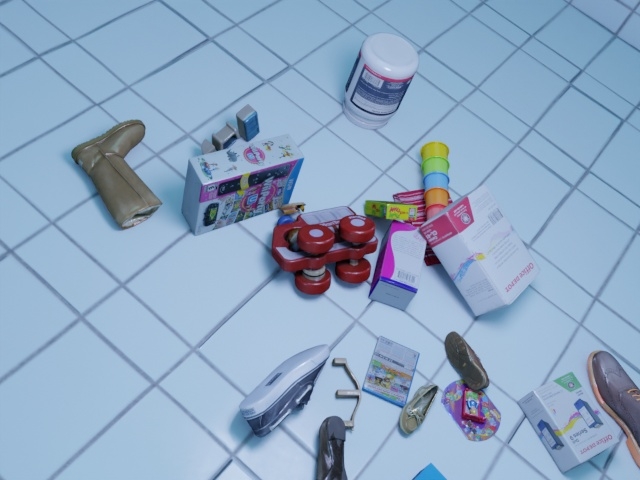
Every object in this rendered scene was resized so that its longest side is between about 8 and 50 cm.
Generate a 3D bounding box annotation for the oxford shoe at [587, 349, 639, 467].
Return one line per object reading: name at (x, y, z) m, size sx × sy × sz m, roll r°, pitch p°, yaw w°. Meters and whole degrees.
oxford shoe at (0.861, 0.445, 1.930) m, size 0.129 × 0.133 × 0.364 m, roll -13°, pitch 61°, yaw -25°

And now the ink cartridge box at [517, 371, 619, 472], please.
ink cartridge box at (0.648, 0.475, 1.867) m, size 0.154 × 0.093 × 0.212 m, roll -15°, pitch 64°, yaw -27°

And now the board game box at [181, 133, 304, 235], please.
board game box at (-0.215, -0.154, 1.946) m, size 0.303 × 0.224 × 0.098 m, roll -20°, pitch 63°, yaw -28°

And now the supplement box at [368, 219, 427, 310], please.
supplement box at (0.220, 0.067, 2.003) m, size 0.111 × 0.114 × 0.220 m, roll 20°, pitch 53°, yaw -3°

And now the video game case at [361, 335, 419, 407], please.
video game case at (0.185, 0.341, 1.859) m, size 0.119 × 0.015 × 0.166 m, roll 24°, pitch 52°, yaw -1°

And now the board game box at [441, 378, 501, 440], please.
board game box at (0.400, 0.433, 1.853) m, size 0.133 × 0.033 × 0.169 m, roll -24°, pitch 66°, yaw -30°

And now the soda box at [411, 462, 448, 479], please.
soda box at (0.205, 0.613, 1.640) m, size 0.210 × 0.067 × 0.071 m, roll -35°, pitch 72°, yaw -33°

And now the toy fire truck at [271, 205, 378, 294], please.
toy fire truck at (0.000, 0.000, 1.969) m, size 0.302 × 0.170 × 0.254 m, roll -13°, pitch 35°, yaw -24°

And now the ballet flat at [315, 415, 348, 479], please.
ballet flat at (0.019, 0.532, 1.652) m, size 0.084 × 0.058 × 0.250 m, roll 21°, pitch 55°, yaw -31°

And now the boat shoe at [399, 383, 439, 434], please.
boat shoe at (0.250, 0.422, 1.795) m, size 0.056 × 0.048 × 0.153 m, roll 49°, pitch 51°, yaw -4°

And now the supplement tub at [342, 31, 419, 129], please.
supplement tub at (0.187, -0.511, 2.297) m, size 0.191 × 0.272 × 0.191 m, roll 9°, pitch 54°, yaw -12°

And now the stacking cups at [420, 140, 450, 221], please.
stacking cups at (0.354, -0.166, 2.189) m, size 0.096 × 0.096 × 0.316 m, roll 13°, pitch 50°, yaw -9°

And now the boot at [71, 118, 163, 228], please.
boot at (-0.520, -0.184, 1.961) m, size 0.236 × 0.089 × 0.269 m, roll -34°, pitch 71°, yaw -23°

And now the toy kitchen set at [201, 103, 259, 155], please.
toy kitchen set at (-0.229, -0.261, 2.109) m, size 0.166 × 0.122 × 0.207 m, roll 43°, pitch 75°, yaw 13°

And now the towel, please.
towel at (0.358, -0.049, 2.181) m, size 0.198 × 0.031 × 0.275 m, roll -9°, pitch 59°, yaw -25°

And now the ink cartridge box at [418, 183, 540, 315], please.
ink cartridge box at (0.455, 0.026, 2.026) m, size 0.226 × 0.131 × 0.306 m, roll -32°, pitch 91°, yaw -41°

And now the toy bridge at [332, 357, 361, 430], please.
toy bridge at (0.070, 0.384, 1.784) m, size 0.063 × 0.026 × 0.188 m, roll 4°, pitch 55°, yaw -17°

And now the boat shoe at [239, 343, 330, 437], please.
boat shoe at (-0.067, 0.359, 1.717) m, size 0.301 × 0.108 × 0.102 m, roll -37°, pitch 105°, yaw -47°

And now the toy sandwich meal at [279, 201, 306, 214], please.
toy sandwich meal at (-0.078, -0.090, 2.044) m, size 0.085 × 0.085 × 0.029 m, roll -8°, pitch 87°, yaw -23°

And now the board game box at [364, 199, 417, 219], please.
board game box at (0.202, -0.089, 2.073) m, size 0.092 × 0.181 × 0.043 m, roll 3°, pitch 96°, yaw -17°

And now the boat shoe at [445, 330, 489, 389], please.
boat shoe at (0.395, 0.325, 1.918) m, size 0.060 × 0.064 × 0.178 m, roll 19°, pitch 34°, yaw -48°
